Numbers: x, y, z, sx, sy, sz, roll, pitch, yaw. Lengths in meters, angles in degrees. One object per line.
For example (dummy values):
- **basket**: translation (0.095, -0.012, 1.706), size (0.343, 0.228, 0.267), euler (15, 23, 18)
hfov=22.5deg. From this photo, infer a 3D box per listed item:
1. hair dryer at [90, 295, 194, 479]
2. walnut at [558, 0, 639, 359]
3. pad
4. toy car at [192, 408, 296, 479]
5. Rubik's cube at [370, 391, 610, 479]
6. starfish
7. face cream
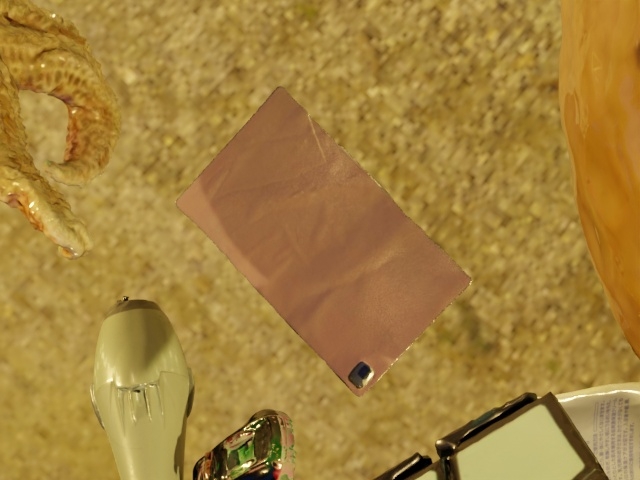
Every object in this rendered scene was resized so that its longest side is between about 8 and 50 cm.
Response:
- **hair dryer**: translation (-0.143, 0.193, 1.393), size (0.088, 0.219, 0.225), euler (-7, 136, -1)
- **walnut**: translation (0.294, -0.058, 0.763), size (0.308, 0.354, 0.397), euler (165, 92, -80)
- **pad**: translation (0.000, 0.000, 1.077), size (0.188, 0.006, 0.113), euler (46, 105, 12)
- **toy car**: translation (-0.067, 0.187, 1.286), size (0.055, 0.069, 0.142), euler (17, 140, -31)
- **Rubik's cube**: translation (0.151, 0.338, 1.217), size (0.283, 0.288, 0.293), euler (57, -175, -36)
- **starfish**: translation (-0.132, -0.083, 0.578), size (0.053, 0.150, 0.209), euler (-40, 69, 32)
- **face cream**: translation (0.277, 0.163, 1.359), size (0.070, 0.224, 0.114), euler (-126, 29, -67)
